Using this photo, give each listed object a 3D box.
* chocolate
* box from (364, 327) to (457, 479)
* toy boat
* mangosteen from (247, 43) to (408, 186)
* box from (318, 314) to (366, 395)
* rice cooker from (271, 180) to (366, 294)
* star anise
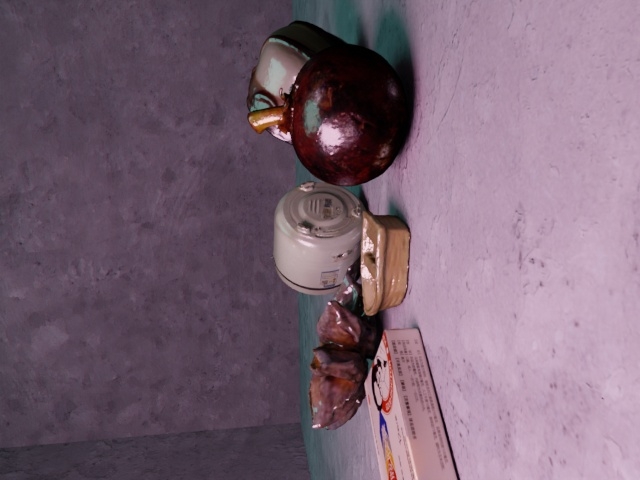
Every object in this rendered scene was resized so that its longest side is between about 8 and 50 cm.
[{"bbox_3d":[-0.014,-0.353,1.072,0.186,0.284,0.283,126,145,-47],"label":"chocolate"},{"bbox_3d":[0.139,0.340,0.746,0.214,0.069,0.353,98,169,-51],"label":"box"},{"bbox_3d":[0.112,0.047,0.866,0.116,0.061,0.188,-116,25,-68],"label":"toy boat"},{"bbox_3d":[0.010,-0.208,0.809,0.235,0.262,0.235,179,90,-84],"label":"mangosteen"},{"bbox_3d":[0.054,0.293,1.255,0.215,0.086,0.215,119,147,-75],"label":"box"},{"bbox_3d":[0.000,0.000,1.143,0.244,0.226,0.226,98,167,-45],"label":"rice cooker"},{"bbox_3d":[0.053,0.231,0.992,0.332,0.118,0.331,3,-90,-75],"label":"star anise"}]
